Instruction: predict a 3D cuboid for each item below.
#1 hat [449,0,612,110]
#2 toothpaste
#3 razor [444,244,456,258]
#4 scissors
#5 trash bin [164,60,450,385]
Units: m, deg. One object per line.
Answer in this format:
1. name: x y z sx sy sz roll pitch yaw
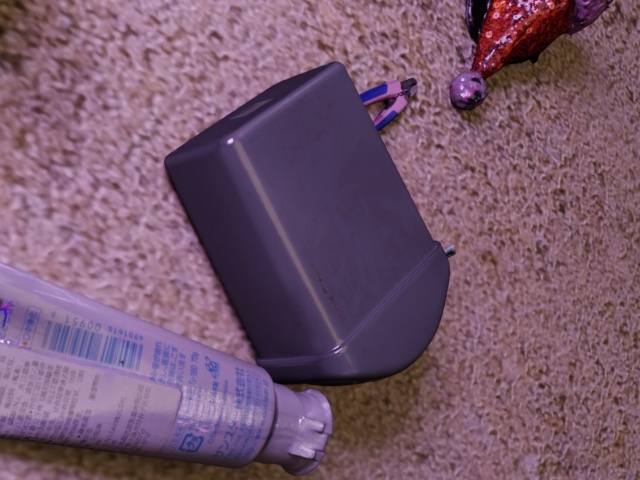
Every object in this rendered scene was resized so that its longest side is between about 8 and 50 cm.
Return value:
1. hat: 0.203 -0.215 1.083 0.227 0.128 0.140 -53 146 -17
2. toothpaste: -0.126 0.097 0.698 0.299 0.073 0.114 22 72 -34
3. razor: 0.045 -0.046 0.919 0.068 0.037 0.191 -34 111 -1
4. scissors: 0.058 -0.124 0.960 0.113 0.012 0.039 -35 109 -44
5. trash bin: 0.000 0.000 0.821 0.176 0.101 0.236 -40 110 -41
